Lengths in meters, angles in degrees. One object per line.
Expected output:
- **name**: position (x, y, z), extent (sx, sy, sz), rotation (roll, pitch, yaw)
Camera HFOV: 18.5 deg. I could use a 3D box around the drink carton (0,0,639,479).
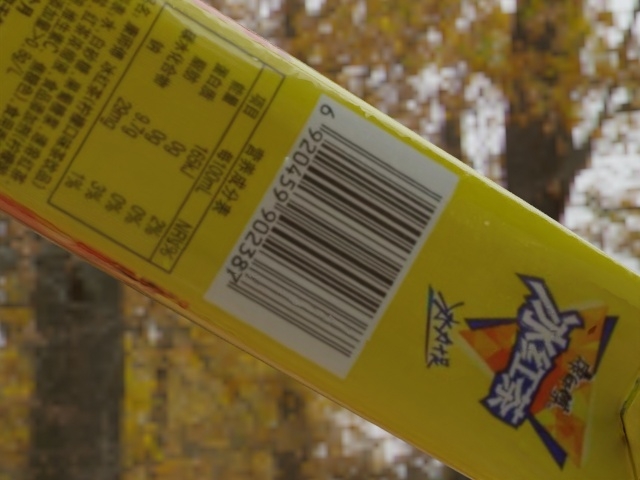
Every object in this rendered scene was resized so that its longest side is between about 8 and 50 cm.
- **drink carton**: position (0.000, 0.000, 0.820), extent (0.351, 0.111, 0.154), rotation (30, -2, -11)
